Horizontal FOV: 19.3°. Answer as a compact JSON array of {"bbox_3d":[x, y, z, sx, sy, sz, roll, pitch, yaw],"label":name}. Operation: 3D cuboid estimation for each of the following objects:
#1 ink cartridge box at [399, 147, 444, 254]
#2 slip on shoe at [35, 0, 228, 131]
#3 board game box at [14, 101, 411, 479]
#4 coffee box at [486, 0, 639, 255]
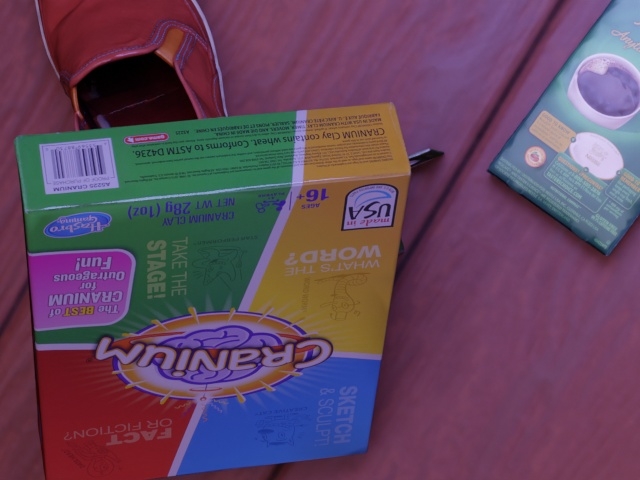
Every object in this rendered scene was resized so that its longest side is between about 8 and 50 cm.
[{"bbox_3d":[0.000,0.000,1.378,0.209,0.109,0.062,-22,86,10],"label":"ink cartridge box"},{"bbox_3d":[-0.136,-0.120,1.364,0.123,0.101,0.331,-26,56,6],"label":"slip on shoe"},{"bbox_3d":[-0.075,0.046,1.271,0.242,0.316,0.064,-6,51,-9],"label":"board game box"},{"bbox_3d":[0.220,-0.093,1.371,0.113,0.040,0.184,36,97,8],"label":"coffee box"}]
